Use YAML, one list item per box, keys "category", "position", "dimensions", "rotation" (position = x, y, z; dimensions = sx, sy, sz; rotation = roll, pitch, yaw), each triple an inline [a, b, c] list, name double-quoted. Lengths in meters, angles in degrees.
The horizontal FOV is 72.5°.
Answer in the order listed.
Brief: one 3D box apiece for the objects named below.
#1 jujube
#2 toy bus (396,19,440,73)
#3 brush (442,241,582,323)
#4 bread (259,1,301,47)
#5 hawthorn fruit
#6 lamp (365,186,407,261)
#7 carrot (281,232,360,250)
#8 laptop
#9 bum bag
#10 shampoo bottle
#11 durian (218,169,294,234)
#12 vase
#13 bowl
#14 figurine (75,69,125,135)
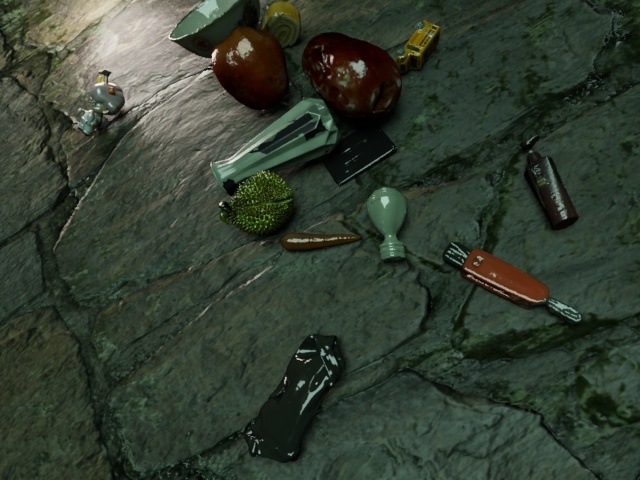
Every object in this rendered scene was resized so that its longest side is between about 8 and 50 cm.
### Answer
- category: "jujube"
  position: [0.080, -0.466, 1.226]
  dimensions: [0.223, 0.223, 0.318]
  rotation: [-40, 57, -4]
- category: "toy bus"
  position: [0.286, -0.564, 1.291]
  dimensions: [0.074, 0.070, 0.162]
  rotation: [30, 77, 21]
- category: "brush"
  position: [0.430, 0.099, 1.000]
  dimensions: [0.323, 0.051, 0.070]
  rotation: [32, 73, 26]
- category: "bread"
  position: [-0.128, -0.690, 1.417]
  dimensions: [0.122, 0.149, 0.073]
  rotation: [11, 64, -27]
- category: "hawthorn fruit"
  position: [-0.190, -0.504, 1.319]
  dimensions: [0.224, 0.224, 0.261]
  rotation: [-38, 89, -3]
- category: "lamp"
  position: [0.170, -0.042, 1.097]
  dimensions: [0.106, 0.106, 0.193]
  rotation: [-6, 76, 12]
- category: "carrot"
  position: [0.000, 0.000, 1.153]
  dimensions: [0.215, 0.048, 0.048]
  rotation: [-3, 68, 8]
- category: "laptop"
  position: [0.103, -0.253, 1.241]
  dimensions: [0.197, 0.016, 0.135]
  rotation: [-32, 63, 0]
- category: "bum bag"
  position: [-0.047, 0.362, 1.001]
  dimensions: [0.142, 0.080, 0.327]
  rotation: [29, 81, 30]
- category: "shampoo bottle"
  position: [0.545, -0.145, 1.056]
  dimensions: [0.068, 0.067, 0.237]
  rotation: [-21, 65, 15]
- category: "durian"
  position: [-0.160, -0.091, 1.175]
  dimensions: [0.198, 0.146, 0.159]
  rotation: [-42, 92, 2]
- category: "vase"
  position: [-0.127, -0.258, 1.229]
  dimensions: [0.359, 0.165, 0.165]
  rotation: [-27, 64, 7]
- category: "bowl"
  position: [-0.307, -0.688, 1.418]
  dimensions: [0.336, 0.158, 0.338]
  rotation: [-20, 42, 20]
- category: "figurine"
  position: [-0.747, -0.461, 1.495]
  dimensions: [0.137, 0.112, 0.229]
  rotation: [37, 94, 32]
